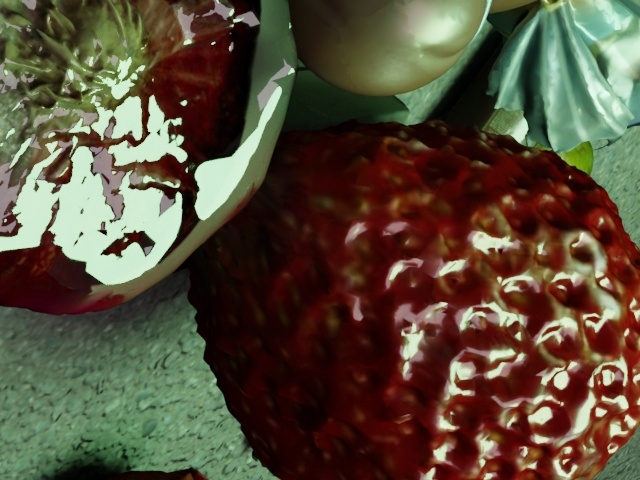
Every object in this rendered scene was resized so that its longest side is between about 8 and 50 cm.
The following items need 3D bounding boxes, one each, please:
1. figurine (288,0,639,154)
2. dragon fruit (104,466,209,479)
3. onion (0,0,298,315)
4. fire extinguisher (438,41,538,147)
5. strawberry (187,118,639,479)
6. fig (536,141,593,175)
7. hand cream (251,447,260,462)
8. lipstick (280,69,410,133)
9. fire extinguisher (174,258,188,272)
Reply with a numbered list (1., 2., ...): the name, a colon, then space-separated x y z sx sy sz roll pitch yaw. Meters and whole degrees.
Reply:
1. figurine: 0.138 -0.190 1.169 0.276 0.248 0.388 -30 151 15
2. dragon fruit: -0.137 0.261 1.370 0.172 0.172 0.209 -20 140 -41
3. onion: -0.151 -0.100 0.943 0.272 0.195 0.272 -10 105 -41
4. fire extinguisher: 0.187 -0.132 1.409 0.252 0.106 0.075 -53 140 6
5. strawberry: 0.053 0.060 1.147 0.310 0.292 0.292 -10 132 -48
6. fig: 0.162 -0.037 1.508 0.093 0.093 0.166 6 124 -55
7. hand cream: -0.042 0.144 1.510 0.035 0.022 0.102 -15 131 -38
8. lipstick: -0.071 -0.064 1.184 0.317 0.068 0.066 -12 133 -47
9. fire extinguisher: 0.000 0.000 1.359 0.089 0.072 0.267 -21 170 38
